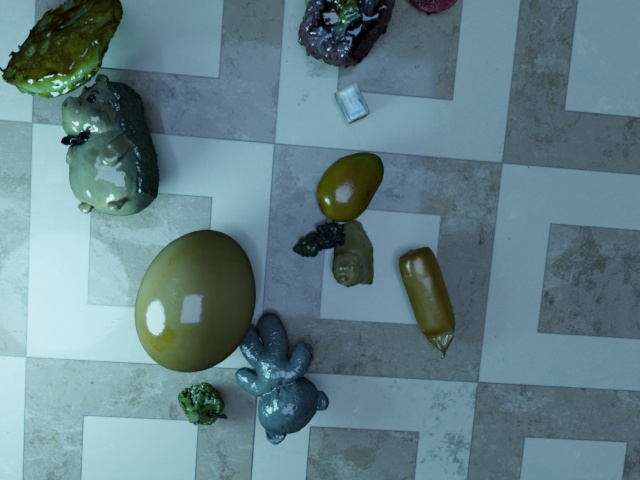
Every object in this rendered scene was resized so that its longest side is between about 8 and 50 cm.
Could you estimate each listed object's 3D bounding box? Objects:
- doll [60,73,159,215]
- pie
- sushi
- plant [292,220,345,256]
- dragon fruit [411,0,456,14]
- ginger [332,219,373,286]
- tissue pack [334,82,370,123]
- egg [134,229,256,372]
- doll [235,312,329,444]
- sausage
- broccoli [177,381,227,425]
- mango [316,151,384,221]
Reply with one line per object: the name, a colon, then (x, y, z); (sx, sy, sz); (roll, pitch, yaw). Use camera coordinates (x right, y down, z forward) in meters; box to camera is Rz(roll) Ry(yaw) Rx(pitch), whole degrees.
doll: (-0.543, -0.238, 1.287); (0.248, 0.247, 0.349); (0, 86, -3)
pie: (-0.629, -0.493, 1.247); (0.355, 0.103, 0.288); (-18, 57, 16)
sushi: (0.057, -0.600, 1.318); (0.237, 0.171, 0.270); (39, 97, -6)
plant: (0.000, 0.000, 1.406); (0.174, 0.087, 0.085); (-28, 109, 30)
dragon fruit: (0.318, -0.712, 1.364); (0.153, 0.153, 0.110); (26, 60, -5)
ginger: (0.082, 0.039, 1.413); (0.115, 0.123, 0.193); (-6, 90, 17)
tissue pack: (0.090, -0.381, 1.396); (0.074, 0.059, 0.094); (-25, 96, 1)
egg: (-0.319, 0.156, 1.301); (0.301, 0.301, 0.373); (18, 93, -5)
doll: (-0.115, 0.379, 1.431); (0.246, 0.158, 0.340); (-30, 68, 5)
sausage: (0.317, 0.179, 1.440); (0.112, 0.112, 0.328); (-19, 97, -1)
broccoli: (-0.339, 0.469, 1.421); (0.130, 0.120, 0.131); (-10, 98, 12)
mango: (0.080, -0.155, 1.389); (0.152, 0.120, 0.221); (31, 86, -9)
